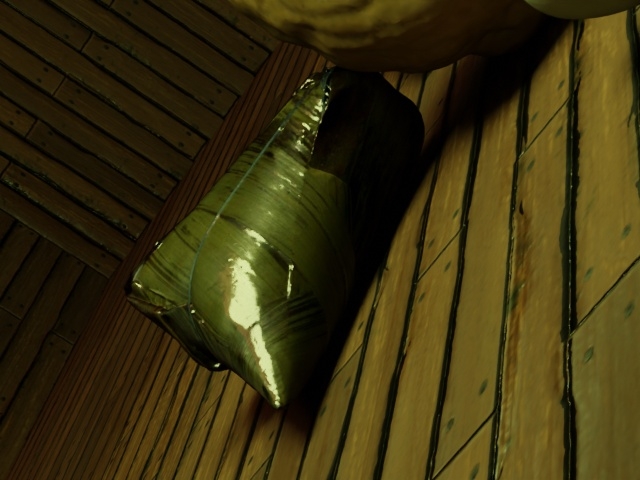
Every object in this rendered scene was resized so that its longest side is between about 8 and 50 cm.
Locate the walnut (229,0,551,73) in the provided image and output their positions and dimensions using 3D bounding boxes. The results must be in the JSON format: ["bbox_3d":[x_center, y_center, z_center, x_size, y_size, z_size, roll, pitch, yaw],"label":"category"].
[{"bbox_3d":[0.070,-0.279,1.412,0.306,0.306,0.344,-57,34,-5],"label":"walnut"}]

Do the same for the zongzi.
[{"bbox_3d":[0.000,0.000,1.399,0.286,0.138,0.300,-49,22,-2],"label":"zongzi"}]

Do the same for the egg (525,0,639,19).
[{"bbox_3d":[0.187,-0.230,1.066,0.209,0.151,0.151,-55,9,16],"label":"egg"}]
